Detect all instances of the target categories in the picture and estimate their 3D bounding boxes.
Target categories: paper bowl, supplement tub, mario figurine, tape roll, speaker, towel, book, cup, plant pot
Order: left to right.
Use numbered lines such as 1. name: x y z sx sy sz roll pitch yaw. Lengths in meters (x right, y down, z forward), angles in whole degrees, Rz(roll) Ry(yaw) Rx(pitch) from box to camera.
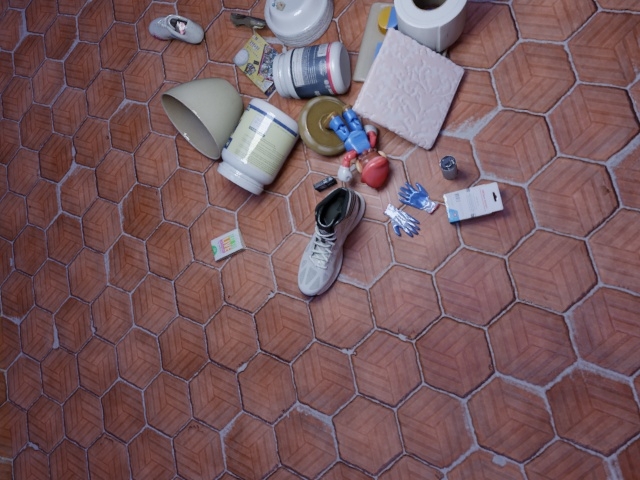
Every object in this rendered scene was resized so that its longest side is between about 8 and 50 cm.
1. cup: -0.462 -0.544 1.773 0.331 0.331 0.237 35 71 20
2. book: -0.399 0.019 1.819 0.144 0.035 0.096 -24 73 18
3. supplement tub: -0.248 -0.371 1.692 0.235 0.235 0.325 34 96 20
4. paper bowl: -0.099 -0.971 1.749 0.284 0.148 0.285 -3 83 21
5. supplement tub: -0.031 -0.665 1.668 0.272 0.191 0.191 0 85 20
6. plant pot: 0.031 -0.451 1.641 0.236 0.032 0.237 0 89 -14
7. mario figurine: 0.137 -0.337 1.607 0.198 0.170 0.321 -32 85 24
8. towel: 0.315 -0.534 1.506 0.331 0.053 0.317 22 93 -17
9. tape roll: 0.386 -0.811 1.473 0.246 0.169 0.246 -2 84 15
10. speaker: 0.451 -0.254 1.479 0.055 0.136 0.055 -2 84 20

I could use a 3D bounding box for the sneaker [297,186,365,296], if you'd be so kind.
1. sneaker: -0.001 -0.001 1.552 0.169 0.257 0.448 26 94 20

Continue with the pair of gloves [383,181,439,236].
1. pair of gloves: 0.329 -0.114 1.570 0.159 0.023 0.198 40 98 19

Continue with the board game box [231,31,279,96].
1. board game box: -0.255 -0.768 1.839 0.165 0.042 0.243 -45 72 11

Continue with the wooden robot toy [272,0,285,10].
1. wooden robot toy: -0.168 -1.003 1.656 0.076 0.079 0.174 0 84 21

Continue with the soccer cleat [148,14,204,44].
1. soccer cleat: -0.695 -1.005 1.969 0.331 0.143 0.116 18 91 21

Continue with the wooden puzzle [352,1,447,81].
1. wooden puzzle: 0.311 -0.755 1.612 0.347 0.080 0.322 14 90 21

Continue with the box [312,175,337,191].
1. box: 0.019 -0.223 1.670 0.083 0.067 0.018 -25 77 15

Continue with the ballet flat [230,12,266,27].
1. ballet flat: -0.319 -0.950 1.845 0.249 0.084 0.058 34 124 37

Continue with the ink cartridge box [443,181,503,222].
1. ink cartridge box: 0.533 -0.129 1.477 0.180 0.060 0.104 -13 80 19
